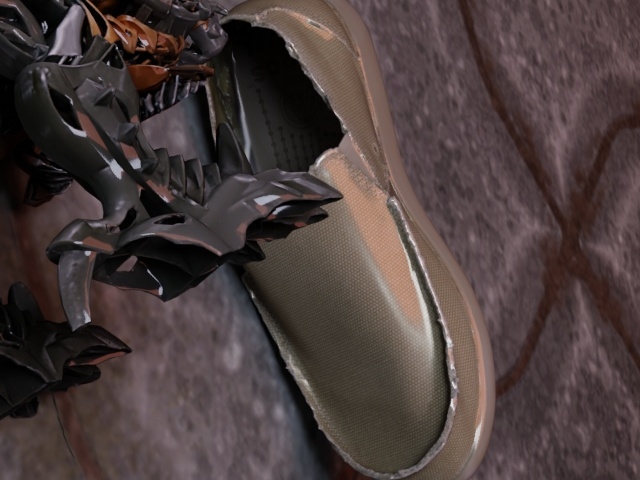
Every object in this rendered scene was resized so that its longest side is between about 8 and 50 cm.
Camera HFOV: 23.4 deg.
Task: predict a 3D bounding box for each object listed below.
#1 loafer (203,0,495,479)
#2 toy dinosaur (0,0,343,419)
[{"bbox_3d":[0.000,0.000,0.748,0.092,0.102,0.268,-1,67,-55],"label":"loafer"},{"bbox_3d":[-0.132,-0.053,0.569,0.322,0.164,0.218,-26,83,-39],"label":"toy dinosaur"}]
